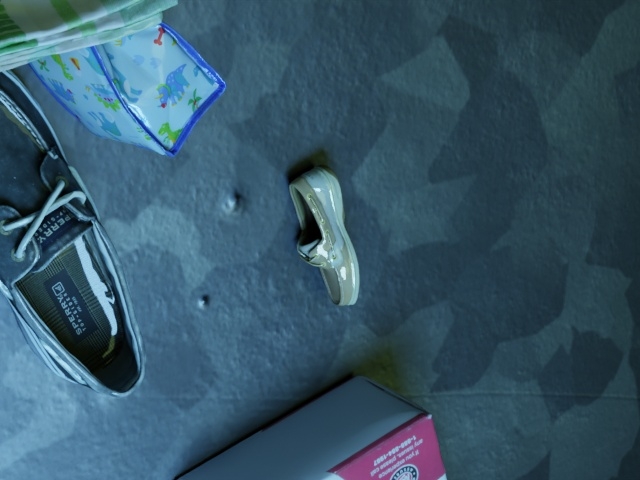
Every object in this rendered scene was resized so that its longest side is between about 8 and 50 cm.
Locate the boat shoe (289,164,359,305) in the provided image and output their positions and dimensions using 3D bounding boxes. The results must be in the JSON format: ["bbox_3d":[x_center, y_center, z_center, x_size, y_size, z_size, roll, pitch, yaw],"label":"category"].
[{"bbox_3d":[0.000,0.000,1.573,0.045,0.050,0.135,-21,106,-27],"label":"boat shoe"}]

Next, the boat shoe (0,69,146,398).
[{"bbox_3d":[-0.220,-0.016,1.352,0.121,0.119,0.335,-42,125,-20],"label":"boat shoe"}]

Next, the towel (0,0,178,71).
[{"bbox_3d":[-0.290,-0.213,1.194,0.325,0.038,0.247,-23,74,-32],"label":"towel"}]

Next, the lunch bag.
[{"bbox_3d":[-0.169,-0.149,1.344,0.151,0.129,0.096,44,72,-35],"label":"lunch bag"}]

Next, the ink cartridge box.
[{"bbox_3d":[0.018,0.318,1.629,0.226,0.131,0.306,-30,118,-27],"label":"ink cartridge box"}]
